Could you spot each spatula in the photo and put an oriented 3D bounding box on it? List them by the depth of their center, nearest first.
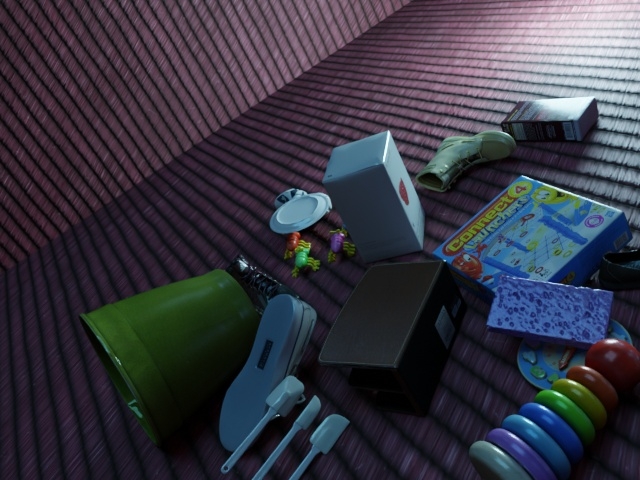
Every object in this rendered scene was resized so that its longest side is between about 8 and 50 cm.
[{"bbox_3d":[-0.077,0.414,1.205,0.168,0.019,0.242,38,66,10],"label":"spatula"}]

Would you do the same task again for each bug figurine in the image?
[{"bbox_3d":[0.000,0.000,1.784,0.279,0.072,0.216,-21,32,13],"label":"bug figurine"}]

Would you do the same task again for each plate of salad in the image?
[{"bbox_3d":[-0.064,-0.079,1.845,0.200,0.048,0.199,-18,34,13],"label":"plate of salad"}]

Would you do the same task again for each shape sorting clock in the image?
[{"bbox_3d":[0.476,0.208,1.115,0.206,0.040,0.206,-21,32,14],"label":"shape sorting clock"}]

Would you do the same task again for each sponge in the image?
[{"bbox_3d":[0.436,0.137,1.127,0.210,0.031,0.117,7,59,30],"label":"sponge"}]

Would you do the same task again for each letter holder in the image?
[{"bbox_3d":[0.156,0.201,1.286,0.215,0.152,0.301,-5,38,38],"label":"letter holder"}]

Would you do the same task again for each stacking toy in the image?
[{"bbox_3d":[0.404,0.287,0.960,0.330,0.141,0.141,-38,32,-14],"label":"stacking toy"}]

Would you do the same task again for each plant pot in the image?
[{"bbox_3d":[-0.344,0.251,1.471,0.353,0.366,0.367,-31,29,-26],"label":"plant pot"}]

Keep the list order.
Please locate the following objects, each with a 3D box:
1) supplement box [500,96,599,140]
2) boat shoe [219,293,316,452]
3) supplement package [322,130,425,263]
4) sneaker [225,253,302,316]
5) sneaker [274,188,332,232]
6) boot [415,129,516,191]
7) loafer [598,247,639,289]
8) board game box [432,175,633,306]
[{"bbox_3d":[0.677,-0.358,1.752,0.240,0.073,0.130,11,48,46],"label":"supplement box"},{"bbox_3d":[-0.100,0.312,1.357,0.136,0.156,0.366,12,79,42],"label":"boat shoe"},{"bbox_3d":[0.154,-0.114,1.609,0.175,0.292,0.177,-15,34,24],"label":"supplement package"},{"bbox_3d":[-0.185,0.122,1.667,0.281,0.162,0.106,8,47,46],"label":"sneaker"},{"bbox_3d":[-0.093,-0.094,1.975,0.235,0.094,0.153,11,40,35],"label":"sneaker"},{"bbox_3d":[0.426,-0.232,1.750,0.262,0.095,0.203,7,45,47],"label":"boot"},{"bbox_3d":[0.663,0.045,1.162,0.220,0.078,0.080,-13,34,26],"label":"loafer"},{"bbox_3d":[0.465,0.014,1.337,0.308,0.086,0.302,-40,32,-7],"label":"board game box"}]
